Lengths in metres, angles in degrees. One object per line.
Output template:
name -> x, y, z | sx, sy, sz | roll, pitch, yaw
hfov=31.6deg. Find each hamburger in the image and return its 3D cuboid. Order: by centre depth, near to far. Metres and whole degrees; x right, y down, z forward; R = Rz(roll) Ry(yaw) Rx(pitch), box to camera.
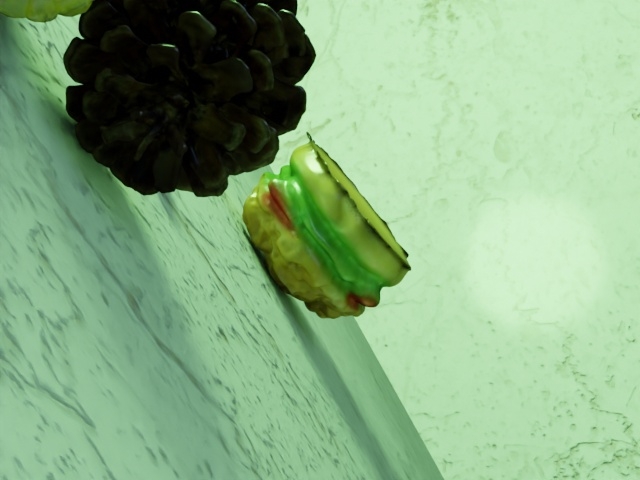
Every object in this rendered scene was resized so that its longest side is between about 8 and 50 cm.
hamburger -> 0.000, 0.000, 1.406 | 0.237, 0.149, 0.237 | 51, 5, -6

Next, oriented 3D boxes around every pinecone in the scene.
pinecone -> -0.089, -0.099, 0.728 | 0.163, 0.163, 0.165 | 59, 22, -24

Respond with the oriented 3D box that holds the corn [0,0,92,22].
corn -> -0.171, -0.214, 0.679 | 0.123, 0.122, 0.305 | 20, 18, -20
